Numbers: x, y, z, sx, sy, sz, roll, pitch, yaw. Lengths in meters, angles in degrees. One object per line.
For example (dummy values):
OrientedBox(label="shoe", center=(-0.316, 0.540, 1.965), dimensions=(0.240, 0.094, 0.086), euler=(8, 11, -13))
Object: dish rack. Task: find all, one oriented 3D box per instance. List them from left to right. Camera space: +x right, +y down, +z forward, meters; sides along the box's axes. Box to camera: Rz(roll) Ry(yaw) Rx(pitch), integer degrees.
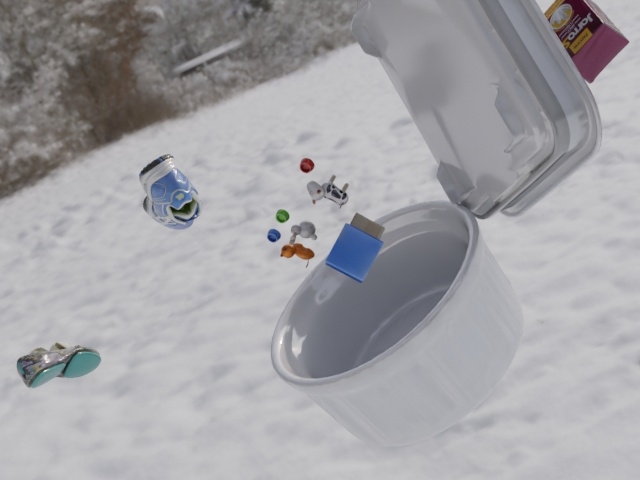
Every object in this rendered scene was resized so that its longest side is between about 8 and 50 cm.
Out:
OrientedBox(label="dish rack", center=(0.134, -0.183, 0.926), dimensions=(0.072, 0.333, 0.285), euler=(-26, -10, -16))

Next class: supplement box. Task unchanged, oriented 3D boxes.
OrientedBox(label="supplement box", center=(0.254, -0.203, 0.874), dimensions=(0.055, 0.043, 0.083), euler=(-50, 35, 26))

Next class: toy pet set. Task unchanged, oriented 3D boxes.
OrientedBox(label="toy pet set", center=(0.000, 0.000, 0.899), dimensions=(0.065, 0.114, 0.122), euler=(-59, -4, -47))

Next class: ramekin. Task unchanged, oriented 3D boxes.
OrientedBox(label="ramekin", center=(0.091, 0.096, 1.005), dimensions=(0.277, 0.135, 0.277), euler=(-33, 25, 17))

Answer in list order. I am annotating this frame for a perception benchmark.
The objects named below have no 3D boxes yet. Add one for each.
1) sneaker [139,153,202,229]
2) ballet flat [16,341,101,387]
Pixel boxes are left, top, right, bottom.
OrientedBox(label="sneaker", center=(-0.224, -0.052, 1.371), dimensions=(0.080, 0.081, 0.211), euler=(-36, -15, -9))
OrientedBox(label="ballet flat", center=(-0.268, 0.121, 0.910), dimensions=(0.041, 0.041, 0.114), euler=(-20, -6, 19))
